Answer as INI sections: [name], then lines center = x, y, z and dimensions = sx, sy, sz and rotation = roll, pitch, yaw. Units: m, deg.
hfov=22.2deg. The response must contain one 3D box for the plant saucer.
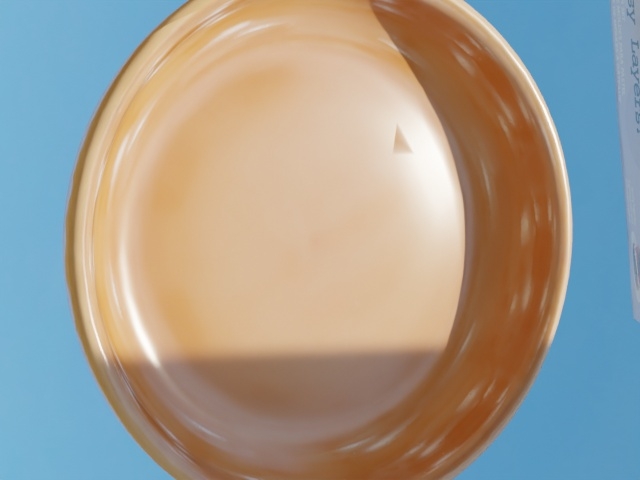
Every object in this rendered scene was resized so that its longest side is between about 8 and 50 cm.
[plant saucer]
center = 0.000, 0.000, 0.582
dimensions = 0.037, 0.200, 0.200
rotation = 5, -90, 61

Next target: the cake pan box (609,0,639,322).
[cake pan box]
center = 0.283, -0.092, 0.889
dimensions = 0.070, 0.245, 0.267
rotation = -140, -139, -72
